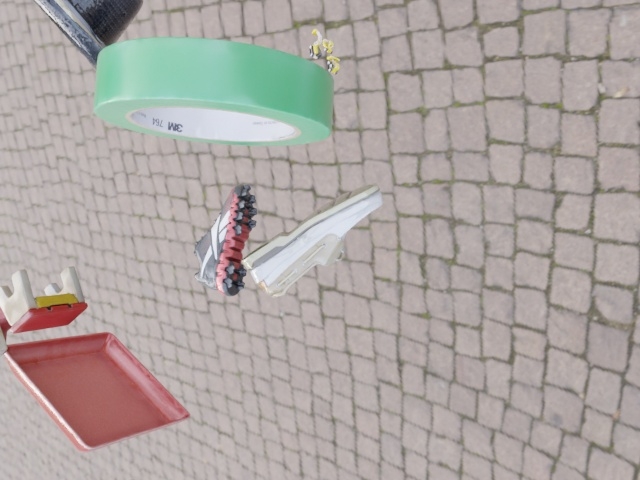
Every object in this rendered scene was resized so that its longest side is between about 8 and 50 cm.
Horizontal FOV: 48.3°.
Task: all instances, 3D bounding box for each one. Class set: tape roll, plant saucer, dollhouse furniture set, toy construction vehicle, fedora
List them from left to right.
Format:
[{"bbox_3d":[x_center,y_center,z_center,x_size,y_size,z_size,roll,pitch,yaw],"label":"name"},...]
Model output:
[{"bbox_3d":[-0.528,0.158,0.998,0.201,0.374,0.152,-35,72,31],"label":"dollhouse furniture set"},{"bbox_3d":[-0.409,-0.433,1.207,0.334,0.152,0.334,48,176,5],"label":"fedora"},{"bbox_3d":[-0.402,0.272,1.281,0.259,0.258,0.048,38,106,23],"label":"plant saucer"},{"bbox_3d":[-0.142,-0.193,0.981,0.321,0.321,0.077,2,87,45],"label":"tape roll"},{"bbox_3d":[0.015,-0.482,1.817,0.035,0.086,0.098,-28,57,42],"label":"toy construction vehicle"}]

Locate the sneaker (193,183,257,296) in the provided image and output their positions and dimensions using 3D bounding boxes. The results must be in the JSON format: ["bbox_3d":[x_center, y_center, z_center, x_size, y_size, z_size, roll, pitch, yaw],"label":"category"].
[{"bbox_3d":[-0.237,-0.007,1.728,0.135,0.097,0.276,6,80,24],"label":"sneaker"}]

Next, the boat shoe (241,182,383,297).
[{"bbox_3d":[0.000,0.000,1.381,0.302,0.113,0.103,-31,96,11],"label":"boat shoe"}]
